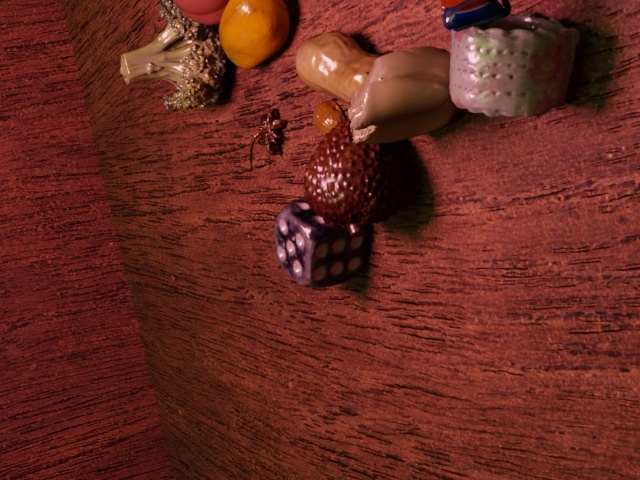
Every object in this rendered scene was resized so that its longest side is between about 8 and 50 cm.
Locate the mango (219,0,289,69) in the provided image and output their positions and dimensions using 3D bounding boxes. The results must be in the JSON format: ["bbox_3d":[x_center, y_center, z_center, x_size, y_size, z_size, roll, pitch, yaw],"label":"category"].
[{"bbox_3d":[-0.173,-0.542,1.896,0.317,0.177,0.119,132,143,-63],"label":"mango"}]

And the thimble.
[{"bbox_3d":[0.324,-0.300,1.246,0.211,0.185,0.149,12,118,23],"label":"thimble"}]

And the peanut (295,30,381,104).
[{"bbox_3d":[0.050,-0.388,1.651,0.319,0.148,0.147,37,132,47],"label":"peanut"}]

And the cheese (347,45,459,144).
[{"bbox_3d":[0.150,-0.273,1.423,0.266,0.233,0.127,117,138,-78],"label":"cheese"}]

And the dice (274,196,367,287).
[{"bbox_3d":[0.000,0.000,1.843,0.183,0.182,0.181,40,135,44],"label":"dice"}]

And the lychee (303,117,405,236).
[{"bbox_3d":[0.075,-0.142,1.637,0.236,0.236,0.271,-23,59,57],"label":"lychee"}]

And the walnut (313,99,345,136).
[{"bbox_3d":[0.016,-0.293,1.819,0.121,0.052,0.091,55,145,31],"label":"walnut"}]

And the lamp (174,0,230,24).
[{"bbox_3d":[-0.284,-0.723,1.920,0.305,0.240,0.305,-12,-90,-78],"label":"lamp"}]

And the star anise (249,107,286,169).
[{"bbox_3d":[-0.156,-0.280,2.058,0.097,0.070,0.190,35,119,31],"label":"star anise"}]

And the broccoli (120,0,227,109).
[{"bbox_3d":[-0.401,-0.523,2.135,0.249,0.302,0.375,34,144,21],"label":"broccoli"}]

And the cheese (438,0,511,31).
[{"bbox_3d":[0.242,-0.472,1.253,0.129,0.217,0.329,60,-158,-49],"label":"cheese"}]
